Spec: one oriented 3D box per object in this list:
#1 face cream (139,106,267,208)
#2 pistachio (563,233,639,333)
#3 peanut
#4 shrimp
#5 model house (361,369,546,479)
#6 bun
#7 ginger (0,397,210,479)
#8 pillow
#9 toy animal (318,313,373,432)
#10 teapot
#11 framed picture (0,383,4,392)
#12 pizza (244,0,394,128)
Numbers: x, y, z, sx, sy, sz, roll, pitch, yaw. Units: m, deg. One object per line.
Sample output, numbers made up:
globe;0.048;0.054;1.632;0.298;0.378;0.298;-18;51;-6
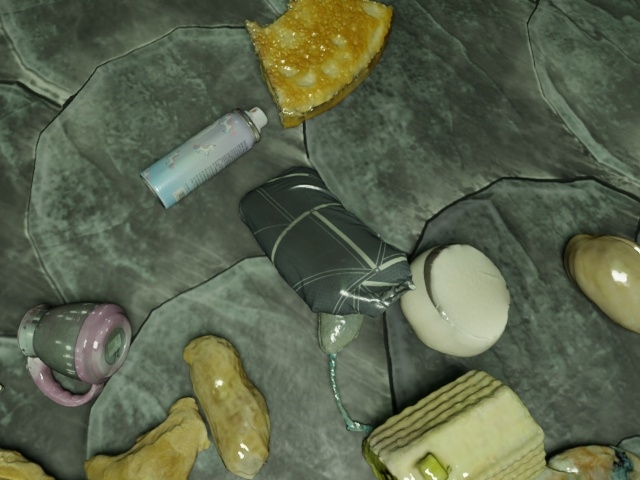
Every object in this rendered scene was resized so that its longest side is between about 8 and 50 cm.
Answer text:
face cream;-0.188;-0.148;0.967;0.229;0.075;0.075;-39;77;-17
pistachio;0.472;0.064;0.916;0.124;0.124;0.184;-26;80;-13
peanut;-0.132;0.232;0.824;0.099;0.099;0.214;-30;70;-13
shrimp;0.345;0.435;0.793;0.360;0.085;0.247;-27;81;-16
model house;0.177;0.285;0.747;0.193;0.234;0.174;-26;74;-11
bun;0.192;0.097;0.878;0.173;0.120;0.172;15;57;-25
ginger;-0.291;0.399;0.737;0.348;0.122;0.363;-21;62;-2
pillow;0.000;0.000;0.880;0.161;0.092;0.335;-36;51;-9
toy animal;0.035;0.160;0.874;0.079;0.070;0.252;-3;72;9
teapot;-0.361;0.153;0.843;0.146;0.148;0.116;9;33;11
framed picture;-0.590;0.204;0.843;0.203;0.015;0.150;41;72;11
pizza;-0.015;-0.350;1.046;0.223;0.089;0.323;39;70;4
